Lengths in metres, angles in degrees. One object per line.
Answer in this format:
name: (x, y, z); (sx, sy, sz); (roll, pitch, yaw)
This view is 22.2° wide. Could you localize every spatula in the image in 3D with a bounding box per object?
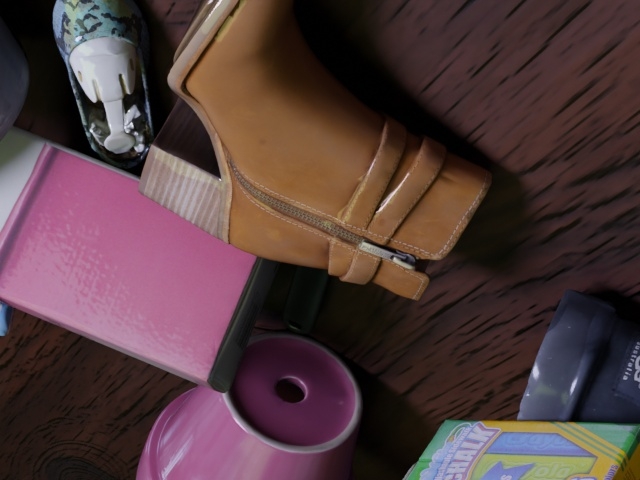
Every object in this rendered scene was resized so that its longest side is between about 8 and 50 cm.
spatula: (0.000, 0.000, 1.258); (0.084, 0.030, 0.296); (25, 151, 7)

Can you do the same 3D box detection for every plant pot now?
plant pot: (-0.051, 0.184, 1.451); (0.201, 0.201, 0.180); (30, 136, 5)

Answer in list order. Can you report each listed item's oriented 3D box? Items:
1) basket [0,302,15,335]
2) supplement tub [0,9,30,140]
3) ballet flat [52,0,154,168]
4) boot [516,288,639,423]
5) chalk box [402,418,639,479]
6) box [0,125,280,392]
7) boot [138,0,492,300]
basket: (-0.403, -0.020, 1.414); (0.289, 0.201, 0.255); (15, 175, -27)
supplement tub: (-0.364, -0.192, 1.136); (0.207, 0.207, 0.338); (11, 146, 35)
ballet flat: (-0.151, -0.115, 1.186); (0.070, 0.070, 0.188); (24, 156, 16)
boot: (0.348, 0.238, 1.189); (0.445, 0.146, 0.367); (21, 152, 12)
chalk box: (0.125, 0.210, 1.095); (0.213, 0.132, 0.132); (-6, 125, 42)
box: (-0.161, 0.017, 1.279); (0.232, 0.127, 0.148); (22, 173, 6)
boot: (0.008, -0.071, 1.065); (0.220, 0.109, 0.283); (23, 137, -1)
